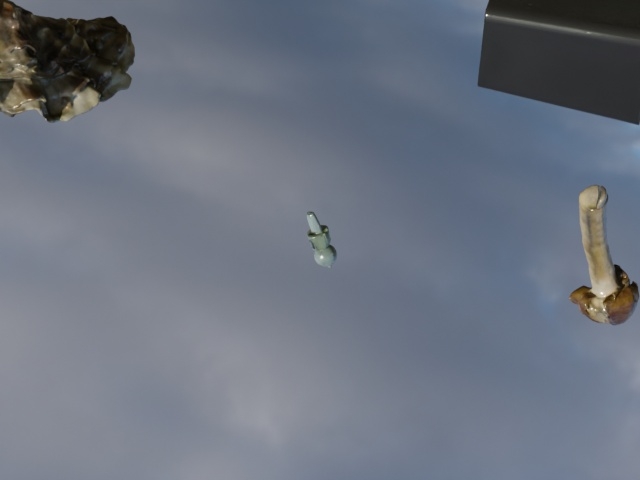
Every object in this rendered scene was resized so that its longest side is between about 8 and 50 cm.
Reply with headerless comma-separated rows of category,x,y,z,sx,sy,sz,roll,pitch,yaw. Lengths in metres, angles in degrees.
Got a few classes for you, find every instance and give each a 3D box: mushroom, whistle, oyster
mushroom,0.260,0.015,1.184,0.061,0.187,0.060,-34,-135,-9
whistle,0.000,0.000,1.874,0.035,0.100,0.035,-15,-150,9
oyster,-0.391,-0.254,1.526,0.351,0.114,0.238,26,-155,-23

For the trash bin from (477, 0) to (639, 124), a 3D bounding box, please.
trash bin,0.332,-0.261,1.681,0.226,0.165,0.115,10,-125,10
